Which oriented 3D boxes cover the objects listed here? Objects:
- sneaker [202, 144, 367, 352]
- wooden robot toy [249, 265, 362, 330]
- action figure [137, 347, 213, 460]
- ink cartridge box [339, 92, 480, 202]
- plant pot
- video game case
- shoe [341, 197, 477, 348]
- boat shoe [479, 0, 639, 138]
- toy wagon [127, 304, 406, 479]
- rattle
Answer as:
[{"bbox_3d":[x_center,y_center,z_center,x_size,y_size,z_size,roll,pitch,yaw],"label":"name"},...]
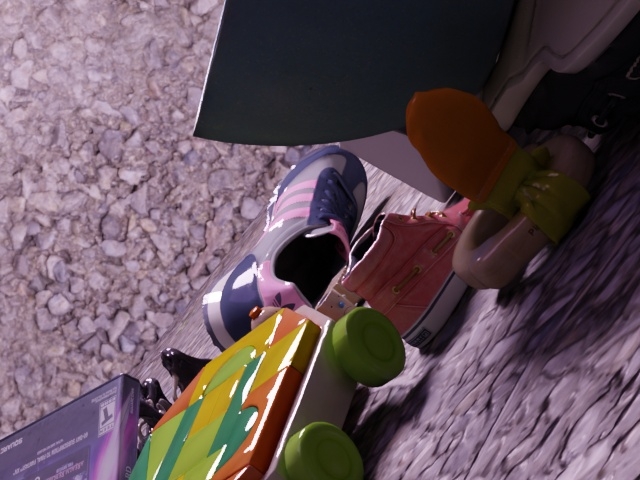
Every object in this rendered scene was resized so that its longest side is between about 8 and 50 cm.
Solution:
[{"bbox_3d":[0.000,0.000,2.037,0.131,0.112,0.319,-23,27,41],"label":"sneaker"},{"bbox_3d":[-0.024,0.079,1.752,0.173,0.079,0.076,-55,7,-28],"label":"wooden robot toy"},{"bbox_3d":[-0.168,0.207,1.791,0.164,0.141,0.275,-44,0,30],"label":"action figure"},{"bbox_3d":[0.105,-0.206,1.685,0.223,0.129,0.307,-53,-22,-14],"label":"ink cartridge box"},{"bbox_3d":[0.036,-0.191,1.392,0.290,0.195,0.290,-166,90,-85],"label":"plant pot"},{"bbox_3d":[-0.224,0.265,1.589,0.196,0.026,0.274,-29,46,35],"label":"video game case"},{"bbox_3d":[0.082,-0.004,1.454,0.063,0.081,0.178,-44,9,48],"label":"shoe"},{"bbox_3d":[0.199,-0.137,1.263,0.340,0.113,0.127,125,157,-69],"label":"boat shoe"},{"bbox_3d":[-0.073,0.189,1.345,0.267,0.068,0.344,-38,19,38],"label":"toy wagon"},{"bbox_3d":[0.104,-0.051,1.339,0.200,0.143,0.130,-86,21,-70],"label":"rattle"}]
